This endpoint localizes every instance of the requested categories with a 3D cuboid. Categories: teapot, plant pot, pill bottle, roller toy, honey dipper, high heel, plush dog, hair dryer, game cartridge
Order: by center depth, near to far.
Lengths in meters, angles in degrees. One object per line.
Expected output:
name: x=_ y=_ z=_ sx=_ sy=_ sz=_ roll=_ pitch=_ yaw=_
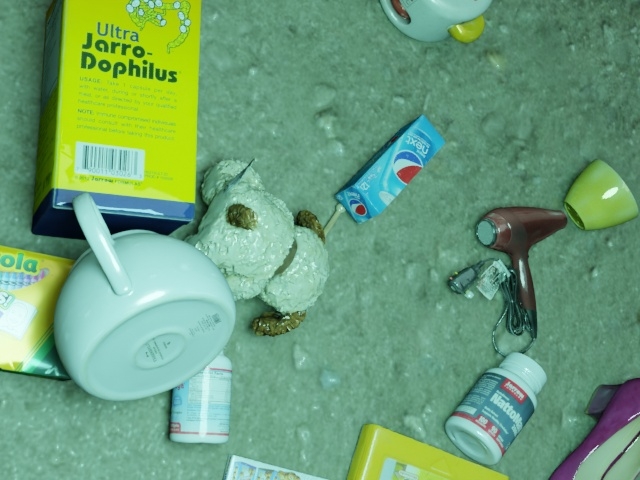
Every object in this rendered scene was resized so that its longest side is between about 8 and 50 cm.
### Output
teapot: x=-0.247 y=0.074 z=1.211 sx=0.252 sy=0.256 sz=0.187 roll=5 pitch=42 yaw=-44
pill bottle: x=-0.175 y=0.218 z=1.356 sx=0.087 sy=0.087 sz=0.160 roll=7 pitch=76 yaw=-24
plush dog: x=-0.080 y=0.017 z=1.386 sx=0.225 sy=0.210 sz=0.262 roll=34 pitch=66 yaw=-29
game cartridge: x=0.151 y=0.495 z=1.476 sx=0.285 sy=0.052 sz=0.324 roll=24 pitch=69 yaw=-19
honey dipper: x=0.000 y=0.000 z=1.518 sx=0.030 sy=0.030 sz=0.161 roll=40 pitch=62 yaw=-13
pill bottle: x=0.304 y=0.281 z=1.560 sx=0.108 sy=0.108 sz=0.180 roll=48 pitch=64 yaw=-10
high heel: x=0.503 y=0.407 z=1.587 sx=0.127 sy=0.181 sz=0.377 roll=29 pitch=69 yaw=-18
roller toy: x=0.211 y=-0.464 z=1.642 sx=0.191 sy=0.146 sz=0.209 roll=16 pitch=74 yaw=-21
hair dryer: x=0.353 y=0.044 z=1.666 sx=0.293 sy=0.080 sz=0.223 roll=-51 pitch=118 yaw=-19
plant pot: x=0.519 y=-0.072 z=1.733 sx=0.095 sy=0.134 sz=0.134 roll=-35 pitch=96 yaw=0

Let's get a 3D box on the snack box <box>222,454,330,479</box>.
snack box: x=-0.065 y=0.382 z=1.411 sx=0.178 sy=0.022 sz=0.064 roll=20 pitch=73 yaw=-21

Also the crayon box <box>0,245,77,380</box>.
crayon box: x=-0.462 y=0.089 z=1.247 sx=0.278 sy=0.081 sz=0.165 roll=13 pitch=75 yaw=-23

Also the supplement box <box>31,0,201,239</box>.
supplement box: x=-0.293 y=-0.189 z=1.320 sx=0.195 sy=0.194 sz=0.357 roll=5 pitch=78 yaw=-24

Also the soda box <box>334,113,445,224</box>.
soda box: x=0.121 y=-0.122 z=1.563 sx=0.067 sy=0.071 sz=0.210 roll=49 pitch=58 yaw=-9
